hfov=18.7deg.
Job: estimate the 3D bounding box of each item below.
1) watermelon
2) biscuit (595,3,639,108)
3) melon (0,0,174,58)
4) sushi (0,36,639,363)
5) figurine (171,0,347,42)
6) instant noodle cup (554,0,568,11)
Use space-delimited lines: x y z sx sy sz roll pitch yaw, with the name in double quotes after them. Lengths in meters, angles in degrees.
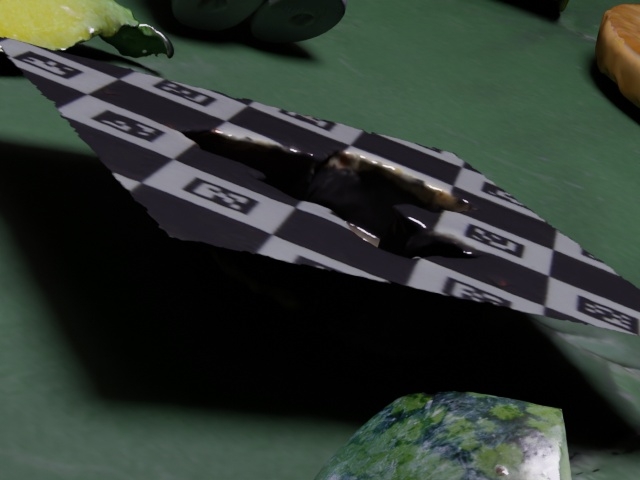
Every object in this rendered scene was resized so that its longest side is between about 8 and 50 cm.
0.034 0.091 0.540 0.092 0.072 0.084 -15 25 19 "watermelon"
0.275 -0.080 1.203 0.205 0.040 0.309 7 23 -31 "biscuit"
-0.174 -0.108 0.859 0.262 0.053 0.114 1 34 -40 "melon"
0.000 0.000 0.743 0.231 0.047 0.219 13 16 -30 "sushi"
-0.032 -0.300 1.086 0.224 0.205 0.381 -11 74 -34 "figurine"
0.117 -0.261 1.353 0.144 0.182 0.182 11 20 2 "instant noodle cup"
